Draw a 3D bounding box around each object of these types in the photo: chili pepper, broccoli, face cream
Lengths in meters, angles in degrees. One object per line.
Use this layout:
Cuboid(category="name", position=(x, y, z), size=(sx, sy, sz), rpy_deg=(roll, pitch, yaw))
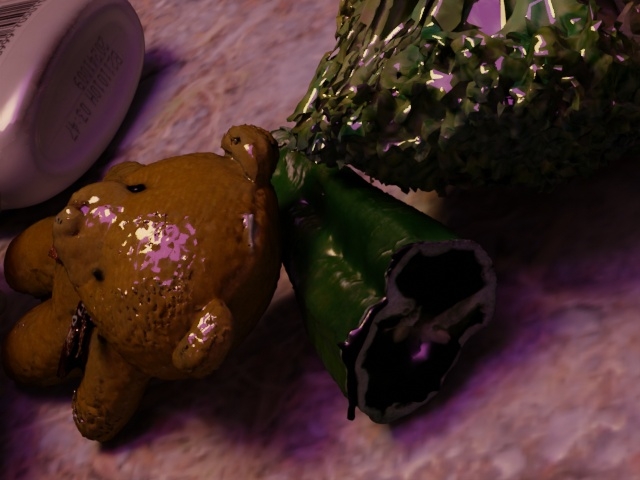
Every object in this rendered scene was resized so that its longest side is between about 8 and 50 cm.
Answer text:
Cuboid(category="chili pepper", position=(0.000, 0.000, 0.760), size=(0.088, 0.059, 0.227), rpy_deg=(-57, 29, 6))
Cuboid(category="broccoli", position=(0.082, -0.117, 0.703), size=(0.219, 0.194, 0.194), rpy_deg=(-15, 25, -30))
Cuboid(category="face cream", position=(-0.268, -0.076, 1.041), size=(0.336, 0.080, 0.163), rpy_deg=(-5, 45, 35))

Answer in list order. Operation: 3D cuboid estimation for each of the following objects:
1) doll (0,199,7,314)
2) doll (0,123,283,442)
Cuboid(category="doll", position=(-0.214, 0.040, 0.790), size=(0.113, 0.155, 0.275), rpy_deg=(-23, 45, 19))
Cuboid(category="doll", position=(-0.101, 0.017, 0.762), size=(0.209, 0.097, 0.137), rpy_deg=(-19, 55, 47))
